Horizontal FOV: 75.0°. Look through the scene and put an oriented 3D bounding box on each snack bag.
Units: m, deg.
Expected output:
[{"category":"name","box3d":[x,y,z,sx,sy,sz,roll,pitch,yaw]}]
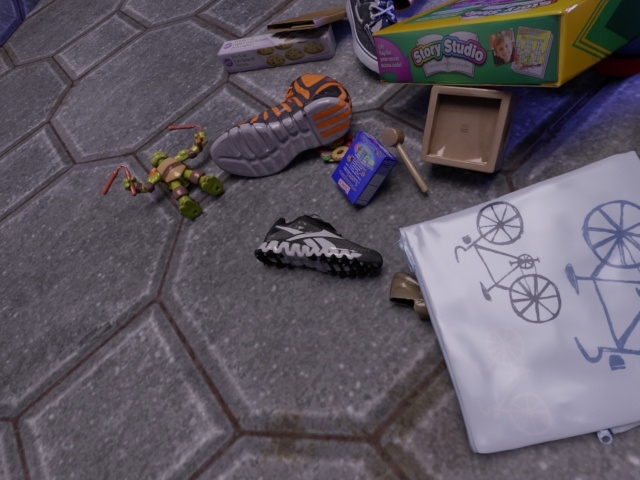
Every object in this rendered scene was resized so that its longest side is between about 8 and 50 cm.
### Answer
[{"category":"snack bag","box3d":[0.304,0.080,0.532,0.342,0.037,0.324,-19,69,9]}]

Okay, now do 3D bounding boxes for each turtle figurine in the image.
[{"category":"turtle figurine","box3d":[-0.334,-0.138,0.938,0.269,0.087,0.217,-40,60,-19]}]

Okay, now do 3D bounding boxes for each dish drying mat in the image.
[{"category":"dish drying mat","box3d":[0.355,-0.290,0.831,0.032,0.008,0.083,-46,54,-13]}]

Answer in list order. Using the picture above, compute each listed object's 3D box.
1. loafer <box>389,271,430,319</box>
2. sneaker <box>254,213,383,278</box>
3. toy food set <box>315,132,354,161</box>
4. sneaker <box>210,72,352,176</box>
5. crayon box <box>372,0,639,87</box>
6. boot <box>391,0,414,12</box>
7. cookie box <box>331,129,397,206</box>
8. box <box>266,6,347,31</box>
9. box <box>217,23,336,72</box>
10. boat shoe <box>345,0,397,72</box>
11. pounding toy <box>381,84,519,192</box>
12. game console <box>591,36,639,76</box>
[{"category":"loafer","box3d":[0.166,0.097,0.617,0.147,0.056,0.050,23,73,37]},{"category":"sneaker","box3d":[0.000,0.000,0.726,0.234,0.078,0.106,6,62,26]},{"category":"toy food set","box3d":[0.033,-0.199,0.883,0.082,0.020,0.083,11,63,26]},{"category":"sneaker","box3d":[-0.083,-0.256,0.919,0.320,0.125,0.180,-15,42,12]},{"category":"crayon box","box3d":[0.329,-0.373,0.732,0.313,0.106,0.362,-33,34,-21]},{"category":"boot","box3d":[0.269,-0.684,1.061,0.283,0.109,0.220,16,63,31]},{"category":"cookie box","box3d":[0.079,-0.133,0.776,0.107,0.040,0.092,-55,48,27]},{"category":"box","box3d":[-0.016,-0.584,1.098,0.164,0.021,0.201,16,42,37]},{"category":"box","box3d":[-0.119,-0.514,1.123,0.323,0.067,0.063,2,58,20]},{"category":"boat shoe","box3d":[0.132,-0.521,0.981,0.108,0.102,0.302,-2,61,-12]},{"category":"pounding toy","box3d":[0.221,-0.178,0.748,0.205,0.181,0.094,17,22,29]},{"category":"game console","box3d":[0.619,-0.497,0.839,0.341,0.060,0.387,-24,53,4]}]
